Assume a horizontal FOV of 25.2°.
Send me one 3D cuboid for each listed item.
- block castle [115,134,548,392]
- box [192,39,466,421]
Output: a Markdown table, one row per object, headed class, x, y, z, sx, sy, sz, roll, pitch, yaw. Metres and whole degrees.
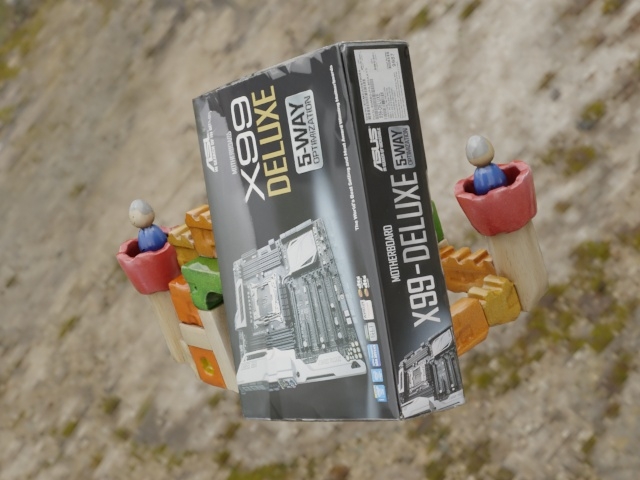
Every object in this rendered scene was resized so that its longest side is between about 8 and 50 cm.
| class | x | y | z | sx | sy | sz | roll | pitch | yaw |
| --- | --- | --- | --- | --- | --- | --- | --- | --- | --- |
| block castle | 0.000 | 0.011 | 1.609 | 0.303 | 0.212 | 0.453 | -34 | 25 | -32 |
| box | 0.000 | 0.000 | 1.243 | 0.242 | 0.077 | 0.307 | -9 | 90 | 55 |
